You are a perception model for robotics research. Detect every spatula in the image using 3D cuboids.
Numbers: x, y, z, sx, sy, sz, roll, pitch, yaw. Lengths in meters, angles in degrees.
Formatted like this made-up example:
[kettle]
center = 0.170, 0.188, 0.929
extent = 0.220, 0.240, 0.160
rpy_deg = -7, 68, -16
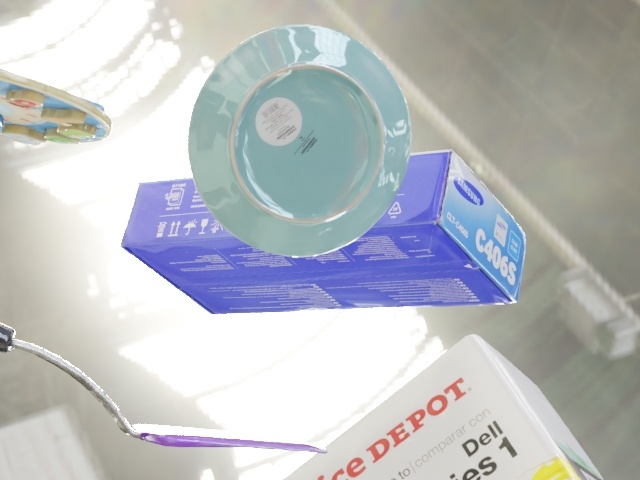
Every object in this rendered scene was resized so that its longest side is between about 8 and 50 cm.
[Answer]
[spatula]
center = -0.141, 0.068, 0.751
extent = 0.030, 0.296, 0.084
rpy_deg = -69, -162, -9

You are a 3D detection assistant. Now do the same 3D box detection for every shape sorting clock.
[shape sorting clock]
center = -0.258, -0.102, 1.087
extent = 0.206, 0.206, 0.040
rpy_deg = -1, -105, 68

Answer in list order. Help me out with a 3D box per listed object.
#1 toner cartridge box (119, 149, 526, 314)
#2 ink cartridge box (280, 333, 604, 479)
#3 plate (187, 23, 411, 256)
[toner cartridge box]
center = 0.000, 0.000, 1.371
extent = 0.348, 0.165, 0.075
rpy_deg = -4, -118, 32
[ink cartridge box]
center = 0.100, 0.227, 0.874
extent = 0.117, 0.201, 0.278
rpy_deg = 41, 14, -51
[plate]
center = -0.012, -0.078, 1.171
extent = 0.024, 0.188, 0.188
rpy_deg = -151, -131, -71
